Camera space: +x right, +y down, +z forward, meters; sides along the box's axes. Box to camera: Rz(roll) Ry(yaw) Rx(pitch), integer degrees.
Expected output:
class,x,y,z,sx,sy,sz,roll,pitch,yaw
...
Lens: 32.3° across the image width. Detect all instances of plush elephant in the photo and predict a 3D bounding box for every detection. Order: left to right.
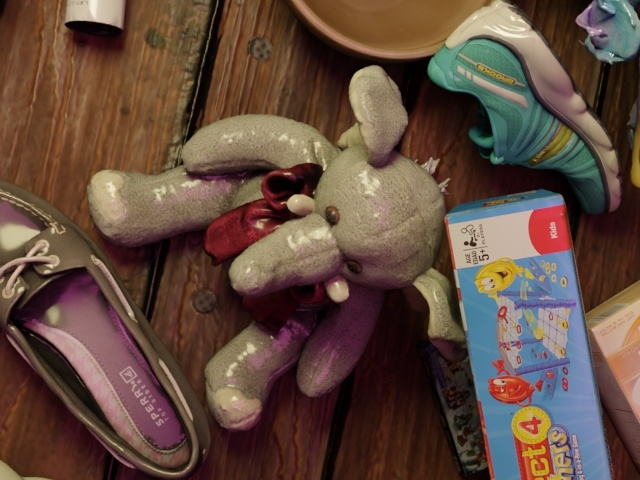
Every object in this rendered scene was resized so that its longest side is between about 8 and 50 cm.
class,x,y,z,sx,sy,sz,roll,pitch,yaw
plush elephant,0.000,0.000,0.943,0.330,0.255,0.272,-25,93,-12

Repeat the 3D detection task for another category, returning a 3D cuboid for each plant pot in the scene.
class,x,y,z,sx,sy,sz,roll,pitch,yaw
plant pot,0.059,-0.278,1.044,0.237,0.110,0.237,0,88,-11

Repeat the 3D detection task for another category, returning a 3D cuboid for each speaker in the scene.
class,x,y,z,sx,sy,sz,roll,pitch,yaw
speaker,-0.202,-0.259,1.017,0.055,0.055,0.136,6,87,-12

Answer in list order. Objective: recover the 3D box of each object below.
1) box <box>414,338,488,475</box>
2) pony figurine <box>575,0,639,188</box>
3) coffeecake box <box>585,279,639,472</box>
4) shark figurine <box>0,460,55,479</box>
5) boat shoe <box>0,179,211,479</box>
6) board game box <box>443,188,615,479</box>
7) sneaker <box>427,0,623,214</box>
class,x,y,z,sx,sy,sz,roll,pitch,yaw
box,0.159,0.150,1.086,0.094,0.027,0.137,-20,92,-13
pony figurine,0.327,-0.232,0.993,0.302,0.351,0.363,-7,111,15
coffeecake box,0.355,0.134,1.108,0.142,0.068,0.185,-30,94,-13
shark figurine,-0.262,0.274,0.910,0.166,0.278,0.116,29,97,-35
boat shoe,-0.211,0.076,0.977,0.112,0.095,0.335,-39,95,-10
board game box,0.176,0.113,0.915,0.086,0.308,0.302,-10,91,10
sneaker,0.198,-0.112,1.044,0.110,0.107,0.275,-36,128,14
